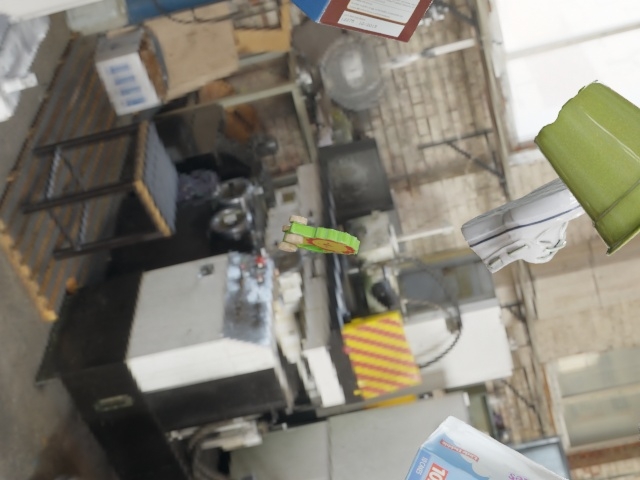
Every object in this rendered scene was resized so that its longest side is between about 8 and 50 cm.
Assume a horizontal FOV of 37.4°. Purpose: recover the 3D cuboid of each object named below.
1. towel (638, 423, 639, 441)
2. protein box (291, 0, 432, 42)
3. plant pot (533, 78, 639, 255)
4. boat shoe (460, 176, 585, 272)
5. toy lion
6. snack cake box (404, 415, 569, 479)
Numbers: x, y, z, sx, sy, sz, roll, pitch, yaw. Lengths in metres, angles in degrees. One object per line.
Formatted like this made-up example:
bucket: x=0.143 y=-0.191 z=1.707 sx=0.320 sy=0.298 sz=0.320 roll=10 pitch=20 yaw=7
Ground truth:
towel: x=0.590 y=0.364 z=1.290 sx=0.121 sy=0.284 sz=0.235 roll=9 pitch=75 yaw=-43
protein box: x=0.026 y=-0.318 z=0.823 sx=0.136 sy=0.201 sz=0.200 roll=-3 pitch=42 yaw=-51
plant pot: x=0.167 y=-0.047 z=0.540 sx=0.079 sy=0.083 sz=0.083 roll=46 pitch=2 yaw=11
boat shoe: x=0.237 y=-0.014 z=1.030 sx=0.076 sy=0.083 sz=0.226 roll=60 pitch=-18 yaw=-1
toy lion: x=0.000 y=0.000 z=1.203 sx=0.100 sy=0.096 sz=0.034 roll=138 pitch=-34 yaw=-75
snack cake box: x=0.132 y=0.327 z=0.928 sx=0.089 sy=0.152 sz=0.264 roll=-23 pitch=137 yaw=-61
